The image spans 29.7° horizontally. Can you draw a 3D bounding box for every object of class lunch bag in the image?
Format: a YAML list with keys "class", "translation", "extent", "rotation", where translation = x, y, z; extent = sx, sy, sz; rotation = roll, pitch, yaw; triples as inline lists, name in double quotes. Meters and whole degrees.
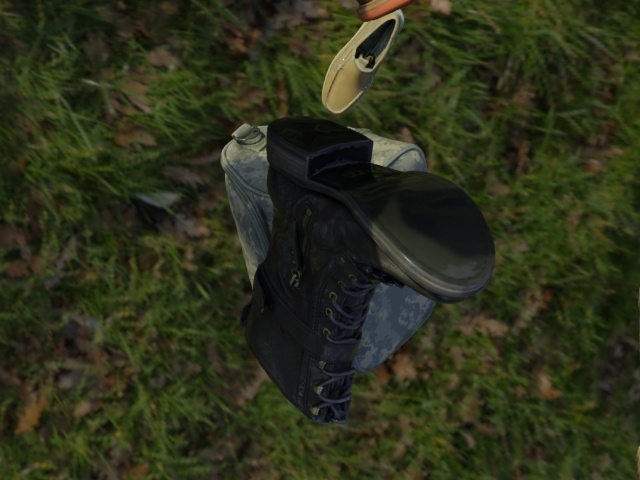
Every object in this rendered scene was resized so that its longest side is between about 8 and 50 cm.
- class: "lunch bag"
  translation: [0.000, 0.000, 1.631]
  extent: [0.212, 0.256, 0.305]
  rotation: [-39, 134, -31]

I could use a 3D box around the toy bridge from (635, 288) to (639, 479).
- class: "toy bridge"
  translation: [0.128, 0.041, 0.426]
  extent: [0.026, 0.063, 0.188]
  rotation: [-6, 148, 8]

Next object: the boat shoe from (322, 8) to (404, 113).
- class: "boat shoe"
  translation: [0.058, -0.261, 1.774]
  extent: [0.068, 0.072, 0.190]
  rotation: [25, 115, -11]

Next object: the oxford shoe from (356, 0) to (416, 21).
- class: "oxford shoe"
  translation: [0.106, -0.268, 0.862]
  extent: [0.098, 0.097, 0.271]
  rotation: [45, 81, -15]

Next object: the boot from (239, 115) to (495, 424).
- class: "boot"
  translation: [0.024, 0.047, 0.926]
  extent: [0.091, 0.263, 0.229]
  rotation: [-10, 123, -31]
